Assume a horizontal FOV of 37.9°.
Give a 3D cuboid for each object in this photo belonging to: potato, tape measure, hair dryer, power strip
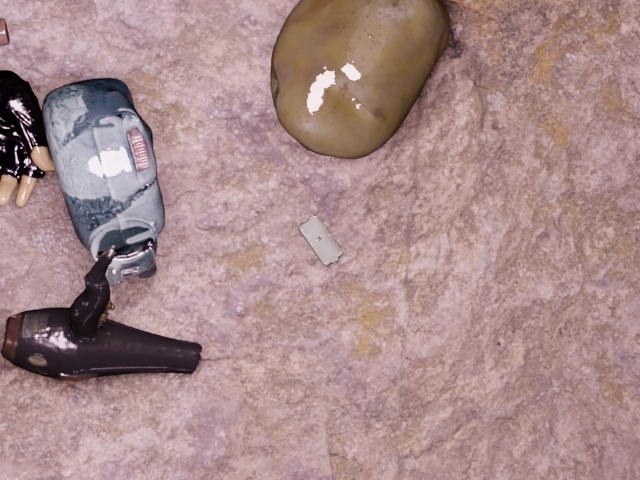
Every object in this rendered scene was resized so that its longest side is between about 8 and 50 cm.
[{"bbox_3d":[0.053,-0.290,1.487,0.243,0.221,0.326,29,92,4],"label":"potato"},{"bbox_3d":[-0.315,-0.105,1.394,0.147,0.256,0.275,-15,115,-12],"label":"tape measure"},{"bbox_3d":[-0.294,0.110,1.344,0.303,0.359,0.120,10,57,-16],"label":"hair dryer"},{"bbox_3d":[0.000,0.000,1.558,0.040,0.016,0.090,-36,93,-11],"label":"power strip"}]

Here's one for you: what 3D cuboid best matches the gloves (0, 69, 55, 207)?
[{"bbox_3d":[-0.486,-0.153,1.440,0.164,0.124,0.203,3,112,19],"label":"gloves"}]

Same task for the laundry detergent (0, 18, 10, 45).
[{"bbox_3d":[-0.617,-0.349,1.448,0.237,0.076,0.171,-11,87,-11],"label":"laundry detergent"}]
